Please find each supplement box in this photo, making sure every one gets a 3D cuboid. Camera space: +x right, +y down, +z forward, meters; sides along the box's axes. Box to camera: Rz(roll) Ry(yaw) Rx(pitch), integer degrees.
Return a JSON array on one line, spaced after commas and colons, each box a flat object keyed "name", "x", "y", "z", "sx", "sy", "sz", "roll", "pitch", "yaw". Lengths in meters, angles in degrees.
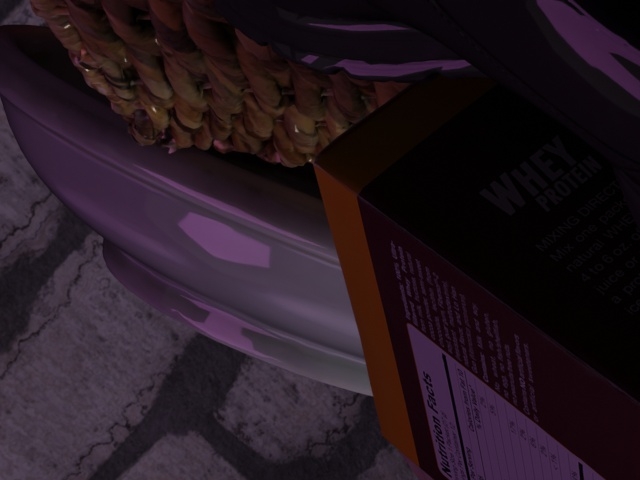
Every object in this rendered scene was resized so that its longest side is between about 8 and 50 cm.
[{"name": "supplement box", "x": 0.138, "y": 0.013, "z": 0.533, "sx": 0.194, "sy": 0.191, "sz": 0.129, "roll": 38, "pitch": 156, "yaw": 36}]

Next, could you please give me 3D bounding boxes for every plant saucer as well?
[{"name": "plant saucer", "x": 0.000, "y": 0.000, "z": 1.009, "sx": 0.400, "sy": 0.100, "sz": 0.400, "roll": 20, "pitch": -171, "yaw": -3}]

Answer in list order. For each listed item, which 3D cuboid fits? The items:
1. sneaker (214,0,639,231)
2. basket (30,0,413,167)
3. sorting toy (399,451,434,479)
[{"name": "sneaker", "x": 0.044, "y": -0.084, "z": 0.426, "sx": 0.286, "sy": 0.109, "sz": 0.130, "roll": 32, "pitch": 169, "yaw": 33}, {"name": "basket", "x": 0.021, "y": -0.158, "z": 0.689, "sx": 0.213, "sy": 0.223, "sz": 0.299, "roll": 7, "pitch": 169, "yaw": 8}, {"name": "sorting toy", "x": 0.204, "y": 0.096, "z": 0.640, "sx": 0.255, "sy": 0.257, "sz": 0.089, "roll": 52, "pitch": 138, "yaw": 37}]
